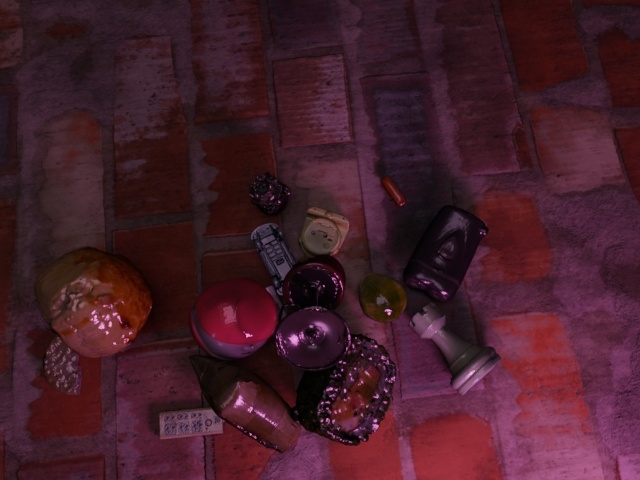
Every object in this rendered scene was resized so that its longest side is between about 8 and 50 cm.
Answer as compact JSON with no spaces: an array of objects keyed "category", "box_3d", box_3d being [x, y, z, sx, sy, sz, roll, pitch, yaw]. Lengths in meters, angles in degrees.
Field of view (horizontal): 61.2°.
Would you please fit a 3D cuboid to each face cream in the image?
[{"category":"face cream","box_3d":[-0.151,0.279,1.942,0.092,0.058,0.243,-20,81,-11]}]

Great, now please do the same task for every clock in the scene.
[{"category":"clock","box_3d":[0.000,0.000,2.005,0.170,0.069,0.231,18,76,5]}]

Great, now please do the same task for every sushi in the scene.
[{"category":"sushi","box_3d":[0.093,0.483,1.767,0.294,0.178,0.351,36,67,-26]}]

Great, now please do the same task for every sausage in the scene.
[{"category":"sausage","box_3d":[0.279,-0.187,2.069,0.039,0.041,0.131,-30,77,-13]}]

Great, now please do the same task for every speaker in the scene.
[{"category":"speaker","box_3d":[-0.294,0.267,1.824,0.295,0.294,0.293,0,75,0]}]

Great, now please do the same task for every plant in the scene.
[{"category":"plant","box_3d":[-0.187,-0.168,1.989,0.132,0.194,0.129,34,82,10]}]

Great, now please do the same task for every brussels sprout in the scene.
[{"category":"brussels sprout","box_3d":[0.213,0.203,1.913,0.181,0.144,0.161,29,96,31]}]

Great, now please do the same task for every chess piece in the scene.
[{"category":"chess piece","box_3d":[0.447,0.357,1.858,0.195,0.194,0.299,-39,69,-9]}]

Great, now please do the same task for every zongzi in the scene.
[{"category":"zongzi","box_3d":[-0.261,0.538,1.839,0.356,0.393,0.174,47,71,-27]}]

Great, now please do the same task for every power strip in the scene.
[{"category":"power strip","box_3d":[-0.425,0.623,1.856,0.268,0.034,0.092,-5,74,-1]}]

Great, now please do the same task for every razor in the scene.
[{"category":"razor","box_3d":[0.454,0.047,1.967,0.205,0.113,0.348,31,75,7]}]

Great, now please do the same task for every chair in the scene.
[{"category":"chair","box_3d":[-0.021,0.212,1.751,0.227,0.401,0.226,0,113,1]}]

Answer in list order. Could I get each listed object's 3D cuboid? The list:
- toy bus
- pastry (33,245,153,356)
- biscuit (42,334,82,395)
[{"category":"toy bus","box_3d":[-0.153,0.070,1.961,0.121,0.120,0.265,-28,78,-8]},{"category":"pastry","box_3d":[-0.737,0.194,1.801,0.313,0.388,0.388,-32,77,-16]},{"category":"biscuit","box_3d":[-0.912,0.424,1.915,0.134,0.032,0.249,-5,75,-1]}]
